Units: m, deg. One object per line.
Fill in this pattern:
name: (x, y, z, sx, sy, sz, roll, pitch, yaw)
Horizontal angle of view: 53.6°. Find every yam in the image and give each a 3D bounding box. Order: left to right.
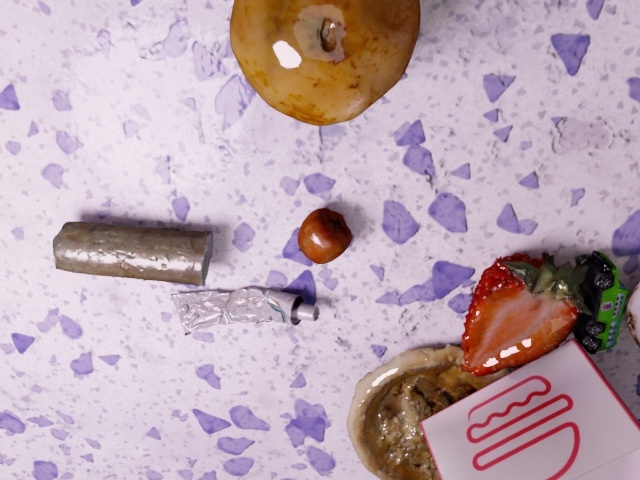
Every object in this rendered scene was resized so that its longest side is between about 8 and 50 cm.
yam: (-0.302, 0.019, 1.020, 0.259, 0.093, 0.093, 5, 119, 3)

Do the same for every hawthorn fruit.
hawthorn fruit: (0.000, 0.000, 0.982, 0.081, 0.081, 0.093, 34, 130, -12)

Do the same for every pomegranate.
pomegranate: (0.002, -0.262, 0.758, 0.248, 0.248, 0.248, 3, 119, 5)

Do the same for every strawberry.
strawberry: (0.313, 0.120, 1.003, 0.174, 0.098, 0.228, 13, 123, 0)

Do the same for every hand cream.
hand cream: (-0.126, 0.118, 1.080, 0.256, 0.050, 0.084, -3, 117, 15)

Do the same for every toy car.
toy car: (0.436, 0.096, 0.991, 0.062, 0.071, 0.165, -7, 119, -7)

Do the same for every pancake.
pancake: (0.221, 0.328, 1.141, 0.356, 0.065, 0.356, 1, 114, 2)

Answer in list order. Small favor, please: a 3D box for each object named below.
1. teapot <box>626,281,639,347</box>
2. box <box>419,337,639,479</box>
teapot: (0.563, 0.100, 0.939, 0.204, 0.139, 0.298, -16, 121, 39)
box: (0.380, 0.400, 0.984, 0.312, 0.300, 0.314, -32, 122, 9)
